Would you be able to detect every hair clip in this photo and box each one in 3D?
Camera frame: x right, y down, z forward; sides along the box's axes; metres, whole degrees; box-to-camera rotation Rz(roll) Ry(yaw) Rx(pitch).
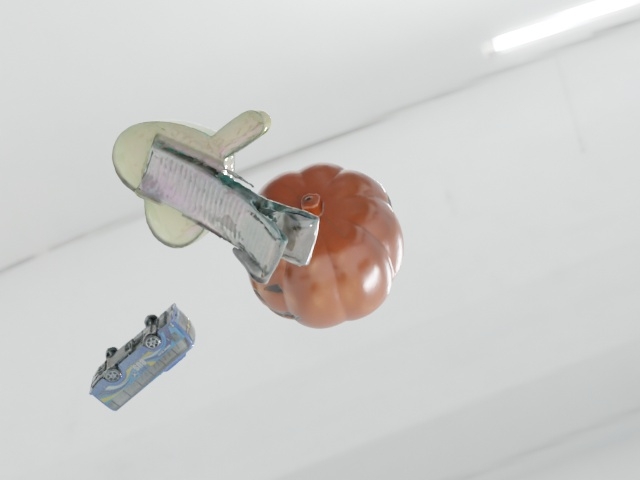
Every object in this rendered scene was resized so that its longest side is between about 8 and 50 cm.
[{"bbox_3d":[-0.097,-0.051,1.434,0.218,0.159,0.071,31,-158,26],"label":"hair clip"}]

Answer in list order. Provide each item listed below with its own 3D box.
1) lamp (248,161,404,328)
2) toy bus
[{"bbox_3d":[0.000,0.000,1.789,0.188,0.164,0.187,-4,-123,6],"label":"lamp"},{"bbox_3d":[-0.217,0.143,1.947,0.153,0.061,0.051,-39,-157,17],"label":"toy bus"}]
